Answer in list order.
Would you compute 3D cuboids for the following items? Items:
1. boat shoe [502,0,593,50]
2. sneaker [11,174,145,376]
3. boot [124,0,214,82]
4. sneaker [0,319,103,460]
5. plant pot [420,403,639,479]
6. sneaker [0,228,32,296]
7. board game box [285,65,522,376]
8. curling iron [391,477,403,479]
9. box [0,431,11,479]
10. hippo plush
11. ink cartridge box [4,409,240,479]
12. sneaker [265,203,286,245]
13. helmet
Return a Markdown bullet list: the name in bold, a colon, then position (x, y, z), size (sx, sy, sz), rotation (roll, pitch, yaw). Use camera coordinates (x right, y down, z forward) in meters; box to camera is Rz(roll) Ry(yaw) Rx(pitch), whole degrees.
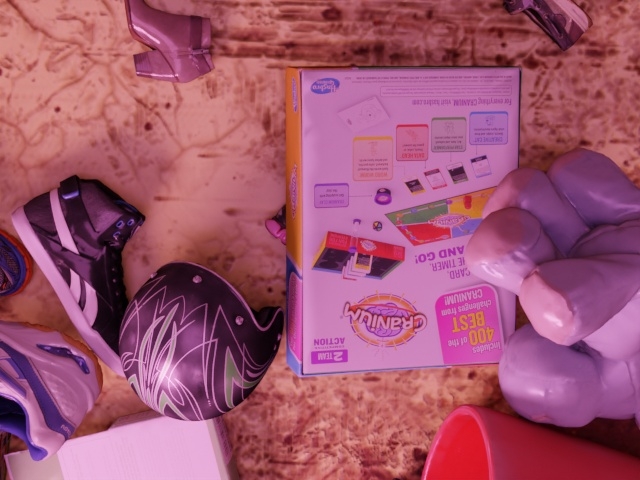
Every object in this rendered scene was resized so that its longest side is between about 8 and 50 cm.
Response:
- **boat shoe**: position (0.213, -0.256, 1.457), size (0.152, 0.056, 0.049), rotation (36, 91, -5)
- **sneaker**: position (-0.222, 0.030, 1.486), size (0.121, 0.079, 0.217), rotation (-33, 96, 4)
- **boot**: position (-0.159, -0.224, 1.474), size (0.087, 0.042, 0.118), rotation (-10, 99, -5)
- **sneaker**: position (-0.381, 0.130, 1.449), size (0.296, 0.131, 0.112), rotation (17, 142, 10)
- **plant pot**: position (0.244, 0.319, 1.449), size (0.243, 0.275, 0.275), rotation (9, 98, -11)
- **sneaker**: position (-0.408, -0.012, 1.477), size (0.221, 0.087, 0.083), rotation (29, 96, -4)
- **board game box**: position (0.085, -0.024, 1.456), size (0.242, 0.064, 0.316), rotation (-1, 98, -14)
- **curling iron**: position (0.044, 0.389, 1.557), size (0.068, 0.035, 0.274), rotation (16, 98, -6)
- **box**: position (-0.372, 0.304, 1.507), size (0.036, 0.114, 0.207), rotation (8, 98, -1)
- **hippo plush**: position (0.280, 0.061, 1.423), size (0.294, 0.234, 0.236), rotation (-9, 133, -13)
- **ink cartridge box**: position (-0.208, 0.280, 1.533), size (0.235, 0.056, 0.171), rotation (-13, 97, 6)
- **sneaker**: position (0.000, 0.000, 1.502), size (0.119, 0.047, 0.057), rotation (38, 85, -6)
- **helmet**: position (-0.128, 0.102, 1.438), size (0.169, 0.161, 0.169), rotation (2, 94, 23)
